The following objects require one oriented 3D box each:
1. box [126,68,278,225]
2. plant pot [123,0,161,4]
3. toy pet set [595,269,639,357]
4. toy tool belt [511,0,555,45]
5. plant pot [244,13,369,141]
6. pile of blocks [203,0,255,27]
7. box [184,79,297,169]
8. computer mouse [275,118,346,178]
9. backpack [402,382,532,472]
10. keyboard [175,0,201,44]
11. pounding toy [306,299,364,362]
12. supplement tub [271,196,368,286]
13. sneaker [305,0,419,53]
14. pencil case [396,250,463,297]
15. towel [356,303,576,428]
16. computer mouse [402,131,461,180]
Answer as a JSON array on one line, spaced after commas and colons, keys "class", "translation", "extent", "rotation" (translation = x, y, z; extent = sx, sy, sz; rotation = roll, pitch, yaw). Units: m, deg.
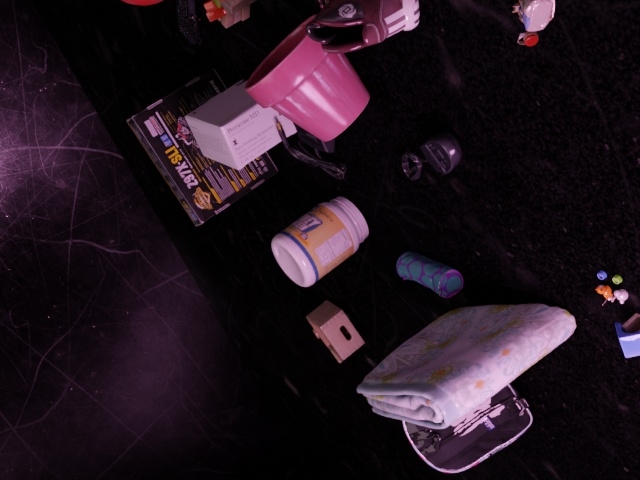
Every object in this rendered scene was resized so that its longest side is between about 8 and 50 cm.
[{"class": "box", "translation": [-0.299, -0.240, 2.223], "extent": [0.322, 0.257, 0.079], "rotation": [57, 160, -12]}, {"class": "plant pot", "translation": [-0.391, -0.637, 1.889], "extent": [0.191, 0.191, 0.174], "rotation": [54, 156, 0]}, {"class": "toy pet set", "translation": [0.485, 0.122, 1.377], "extent": [0.122, 0.065, 0.114], "rotation": [20, 141, 57]}, {"class": "toy tool belt", "translation": [0.285, -0.309, 1.162], "extent": [0.083, 0.052, 0.051], "rotation": [93, 168, -55]}, {"class": "plant pot", "translation": [-0.012, -0.294, 1.639], "extent": [0.180, 0.201, 0.201], "rotation": [43, 163, -17]}, {"class": "pile of blocks", "translation": [-0.182, -0.526, 1.719], "extent": [0.148, 0.113, 0.362], "rotation": [57, 159, -9]}, {"class": "box", "translation": [-0.187, -0.275, 2.030], "extent": [0.182, 0.181, 0.119], "rotation": [25, 146, 51]}, {"class": "computer mouse", "translation": [-0.033, -0.255, 1.903], "extent": [0.184, 0.060, 0.262], "rotation": [27, 159, 34]}, {"class": "backpack", "translation": [0.305, 0.376, 1.910], "extent": [0.225, 0.254, 0.191], "rotation": [53, 180, -1]}, {"class": "keyboard", "translation": [-0.335, -0.550, 2.121], "extent": [0.100, 0.038, 0.192], "rotation": [47, 160, 16]}, {"class": "pounding toy", "translation": [0.047, 0.268, 2.534], "extent": [0.181, 0.094, 0.206], "rotation": [56, 169, -20]}, {"class": "supplement tub", "translation": [0.000, 0.000, 2.038], "extent": [0.144, 0.200, 0.144], "rotation": [44, 157, 24]}, {"class": "sneaker", "translation": [0.016, -0.396, 1.426], "extent": [0.281, 0.163, 0.106], "rotation": [36, 153, 38]}, {"class": "pencil case", "translation": [0.231, 0.073, 1.850], "extent": [0.152, 0.065, 0.070], "rotation": [27, 131, 51]}, {"class": "towel", "translation": [0.262, 0.227, 1.664], "extent": [0.090, 0.321, 0.374], "rotation": [59, 160, -7]}, {"class": "computer mouse", "translation": [0.205, -0.154, 1.596], "extent": [0.071, 0.041, 0.242], "rotation": [54, 166, -5]}]
